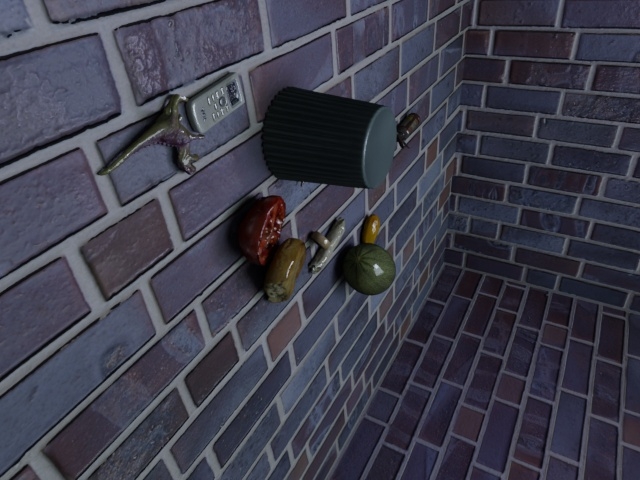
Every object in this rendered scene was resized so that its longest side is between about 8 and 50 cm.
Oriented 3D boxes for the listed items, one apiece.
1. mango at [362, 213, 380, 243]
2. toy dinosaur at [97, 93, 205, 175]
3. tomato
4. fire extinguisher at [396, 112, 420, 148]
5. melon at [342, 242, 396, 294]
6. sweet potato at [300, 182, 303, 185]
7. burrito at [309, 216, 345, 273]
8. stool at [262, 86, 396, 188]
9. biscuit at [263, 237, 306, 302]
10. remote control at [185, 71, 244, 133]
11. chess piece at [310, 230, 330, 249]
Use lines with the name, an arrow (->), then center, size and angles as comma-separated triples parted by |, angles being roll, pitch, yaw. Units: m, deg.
mango -> 0.244, -0.041, 2.250 | 0.098, 0.075, 0.190 | -17, 125, -53
toy dinosaur -> -0.345, -0.227, 1.004 | 0.199, 0.072, 0.251 | -70, 165, 14
tomato -> -0.186, -0.031, 1.387 | 0.228, 0.101, 0.227 | 15, 90, -78
fire extinguisher -> 0.446, -0.556, 2.332 | 0.252, 0.106, 0.075 | -52, 165, -39
melon -> 0.223, 0.130, 2.111 | 0.302, 0.238, 0.237 | 37, 71, -61
sweet potato -> -0.042, -0.237, 1.613 | 0.117, 0.049, 0.049 | -61, 151, -18
burrito -> 0.035, 0.022, 1.887 | 0.275, 0.059, 0.082 | -58, 164, -30
stool -> 0.038, -0.306, 1.413 | 0.297, 0.330, 0.297 | -40, 138, -50
biscuit -> -0.120, 0.096, 1.537 | 0.274, 0.091, 0.213 | 97, 15, -60
remote control -> -0.260, -0.345, 1.146 | 0.190, 0.029, 0.087 | -51, 145, -39
chess piece -> 0.000, 0.000, 1.778 | 0.038, 0.084, 0.083 | -50, 149, -9
